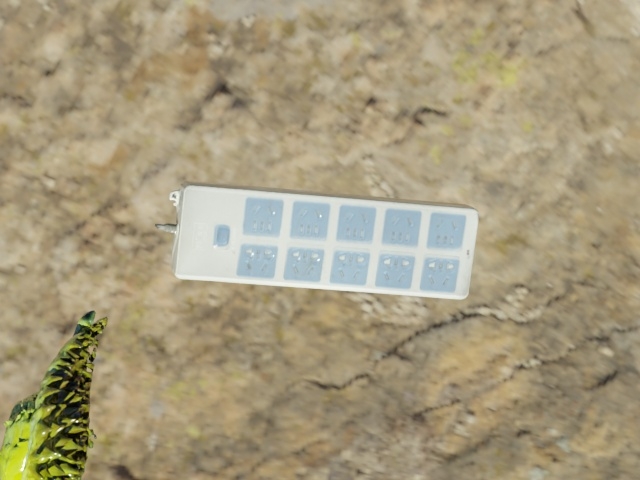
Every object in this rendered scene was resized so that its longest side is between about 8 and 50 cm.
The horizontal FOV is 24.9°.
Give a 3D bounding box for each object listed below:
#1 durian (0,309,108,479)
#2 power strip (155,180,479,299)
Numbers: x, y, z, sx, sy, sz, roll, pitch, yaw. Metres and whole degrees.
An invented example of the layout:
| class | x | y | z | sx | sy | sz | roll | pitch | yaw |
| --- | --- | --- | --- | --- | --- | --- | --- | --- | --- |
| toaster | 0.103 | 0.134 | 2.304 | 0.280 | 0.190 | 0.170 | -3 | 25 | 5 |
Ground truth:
| class | x | y | z | sx | sy | sz | roll | pitch | yaw |
| --- | --- | --- | --- | --- | --- | --- | --- | --- | --- |
| durian | -0.340 | 0.265 | 1.794 | 0.132 | 0.106 | 0.375 | -2 | 73 | 47 |
| power strip | 0.000 | 0.000 | 1.595 | 0.043 | 0.367 | 0.106 | -141 | 56 | -74 |
